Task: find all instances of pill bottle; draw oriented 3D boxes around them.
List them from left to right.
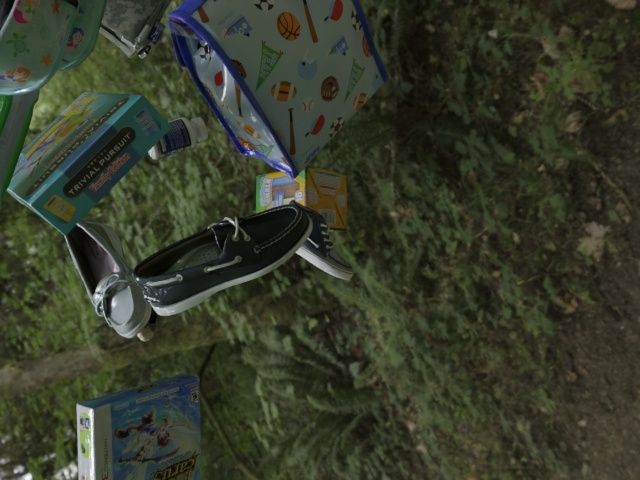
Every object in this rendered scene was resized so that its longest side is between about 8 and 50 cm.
[{"bbox_3d":[-0.419,-0.302,1.832,0.094,0.169,0.094,49,151,39],"label":"pill bottle"}]

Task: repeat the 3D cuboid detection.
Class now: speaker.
[{"bbox_3d":[-0.558,-0.160,1.034,0.131,0.131,0.296,116,165,-72],"label":"speaker"}]

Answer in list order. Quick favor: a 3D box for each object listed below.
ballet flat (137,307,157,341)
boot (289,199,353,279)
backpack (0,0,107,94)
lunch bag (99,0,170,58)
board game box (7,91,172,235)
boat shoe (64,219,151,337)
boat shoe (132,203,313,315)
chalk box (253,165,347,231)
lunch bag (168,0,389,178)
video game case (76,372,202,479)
[{"bbox_3d":[-0.381,0.144,1.414,0.057,0.049,0.173,38,-140,-42],"label":"ballet flat"},{"bbox_3d":[0.000,0.000,1.253,0.190,0.086,0.069,31,-170,-11],"label":"boot"},{"bbox_3d":[-0.419,-0.324,0.857,0.225,0.253,0.191,8,169,29],"label":"backpack"},{"bbox_3d":[-0.469,-0.575,1.385,0.305,0.256,0.213,31,156,-24],"label":"lunch bag"},{"bbox_3d":[-0.445,-0.157,1.149,0.336,0.253,0.079,19,154,52],"label":"board game box"},{"bbox_3d":[-0.459,0.074,1.343,0.103,0.118,0.320,30,-159,-55],"label":"boat shoe"},{"bbox_3d":[-0.157,0.016,1.030,0.114,0.303,0.091,50,169,48],"label":"boat shoe"},{"bbox_3d":[-0.059,-0.082,1.417,0.213,0.132,0.132,-3,84,44],"label":"chalk box"},{"bbox_3d":[-0.088,-0.381,1.236,0.239,0.328,0.385,26,159,38],"label":"lunch bag"},{"bbox_3d":[-0.362,0.424,1.296,0.061,0.270,0.244,3,95,37],"label":"video game case"}]
